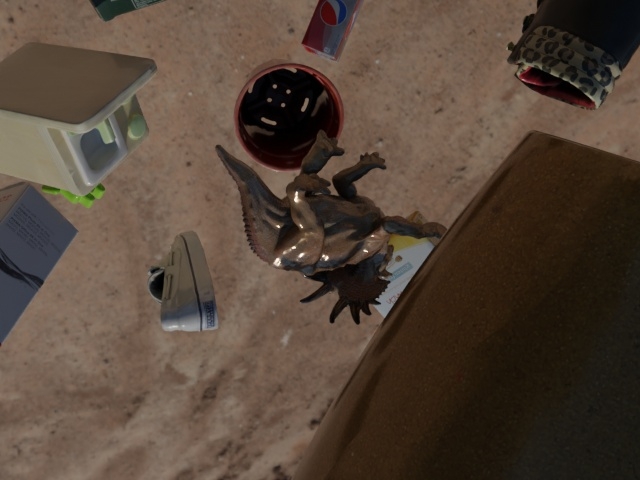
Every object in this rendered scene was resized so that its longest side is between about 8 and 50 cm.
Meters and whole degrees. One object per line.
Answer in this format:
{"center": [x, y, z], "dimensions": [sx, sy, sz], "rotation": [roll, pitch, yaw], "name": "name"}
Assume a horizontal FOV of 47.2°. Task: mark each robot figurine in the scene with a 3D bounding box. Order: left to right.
{"center": [-0.413, -0.108, 1.217], "dimensions": [0.101, 0.115, 0.067], "rotation": [-49, -173, -27], "name": "robot figurine"}

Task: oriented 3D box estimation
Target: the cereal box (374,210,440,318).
{"center": [0.175, 0.087, 1.241], "dimensions": [0.173, 0.240, 0.047], "rotation": [-38, -174, 35], "name": "cereal box"}

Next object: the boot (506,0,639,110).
{"center": [0.204, -0.225, 0.625], "dimensions": [0.085, 0.236, 0.178], "rotation": [27, 101, -43], "name": "boot"}

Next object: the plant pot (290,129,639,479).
{"center": [0.122, 0.082, 0.379], "dimensions": [0.237, 0.237, 0.254], "rotation": [9, 106, -36], "name": "plant pot"}

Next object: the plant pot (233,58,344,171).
{"center": [-0.096, -0.348, 1.905], "dimensions": [0.273, 0.265, 0.272], "rotation": [-4, 114, -8], "name": "plant pot"}

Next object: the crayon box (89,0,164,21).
{"center": [-0.286, -0.513, 1.100], "dimensions": [0.202, 0.318, 0.081], "rotation": [-19, 169, -3], "name": "crayon box"}

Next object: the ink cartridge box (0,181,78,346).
{"center": [-0.278, 0.034, 0.582], "dimensions": [0.109, 0.150, 0.063], "rotation": [-9, 133, 37], "name": "ink cartridge box"}

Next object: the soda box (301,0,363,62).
{"center": [0.048, -0.535, 1.625], "dimensions": [0.092, 0.084, 0.263], "rotation": [-35, 148, -82], "name": "soda box"}

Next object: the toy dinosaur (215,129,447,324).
{"center": [0.000, 0.000, 0.831], "dimensions": [0.296, 0.127, 0.200], "rotation": [16, 129, -29], "name": "toy dinosaur"}

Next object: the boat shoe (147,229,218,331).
{"center": [-0.212, 0.061, 1.086], "dimensions": [0.088, 0.267, 0.096], "rotation": [-8, 117, -14], "name": "boat shoe"}

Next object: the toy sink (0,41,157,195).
{"center": [-0.327, -0.158, 0.966], "dimensions": [0.234, 0.152, 0.131], "rotation": [13, 138, 25], "name": "toy sink"}
